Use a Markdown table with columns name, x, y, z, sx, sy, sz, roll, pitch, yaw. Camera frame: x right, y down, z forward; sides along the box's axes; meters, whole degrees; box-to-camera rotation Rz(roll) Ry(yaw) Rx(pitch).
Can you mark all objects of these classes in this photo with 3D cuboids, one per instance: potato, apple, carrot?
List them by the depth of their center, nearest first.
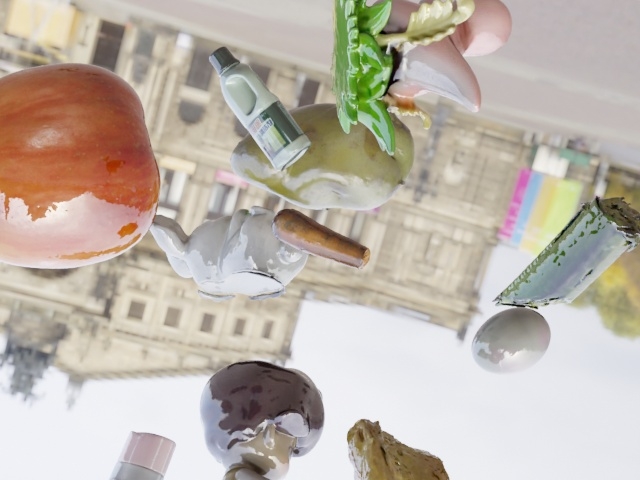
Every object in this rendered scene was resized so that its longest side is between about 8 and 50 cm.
| name | x | y | z | sx | sy | sz | roll | pitch | yaw |
| --- | --- | --- | --- | --- | --- | --- | --- | --- | --- |
| apple | -0.320 | -0.086 | 1.304 | 0.241 | 0.242 | 0.242 | -9 | -163 | -21 |
| carrot | 0.000 | 0.000 | 1.668 | 0.161 | 0.055 | 0.055 | 25 | -170 | 21 |
| potato | 0.003 | -0.163 | 2.095 | 0.351 | 0.218 | 0.202 | 0 | 147 | 0 |

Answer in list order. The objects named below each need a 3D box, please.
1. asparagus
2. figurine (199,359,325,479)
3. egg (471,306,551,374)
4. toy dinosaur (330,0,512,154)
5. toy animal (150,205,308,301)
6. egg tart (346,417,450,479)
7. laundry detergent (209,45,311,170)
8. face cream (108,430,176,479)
| name | x | y | z | sx | sy | sz | roll | pitch | yaw |
| --- | --- | --- | --- | --- | --- | --- | --- | --- | --- |
| asparagus | 0.485 | 0.053 | 2.187 | 0.128 | 0.382 | 0.108 | 38 | -139 | 1 |
| figurine | -0.092 | 0.353 | 1.739 | 0.206 | 0.218 | 0.365 | 3 | -127 | -5 |
| egg | 0.311 | 0.165 | 1.807 | 0.135 | 0.103 | 0.103 | -29 | -175 | 3 |
| toy dinosaur | 0.101 | -0.161 | 1.004 | 0.177 | 0.152 | 0.194 | -5 | -158 | -8 |
| toy animal | -0.174 | 0.022 | 2.097 | 0.325 | 0.154 | 0.208 | 4 | 152 | 15 |
| egg tart | 0.129 | 0.405 | 1.561 | 0.129 | 0.341 | 0.341 | -15 | -169 | -4 |
| laundry detergent | -0.108 | -0.227 | 1.843 | 0.225 | 0.070 | 0.099 | 55 | 162 | 3 |
| face cream | -0.251 | 0.344 | 1.420 | 0.084 | 0.198 | 0.057 | -2 | 148 | 44 |
